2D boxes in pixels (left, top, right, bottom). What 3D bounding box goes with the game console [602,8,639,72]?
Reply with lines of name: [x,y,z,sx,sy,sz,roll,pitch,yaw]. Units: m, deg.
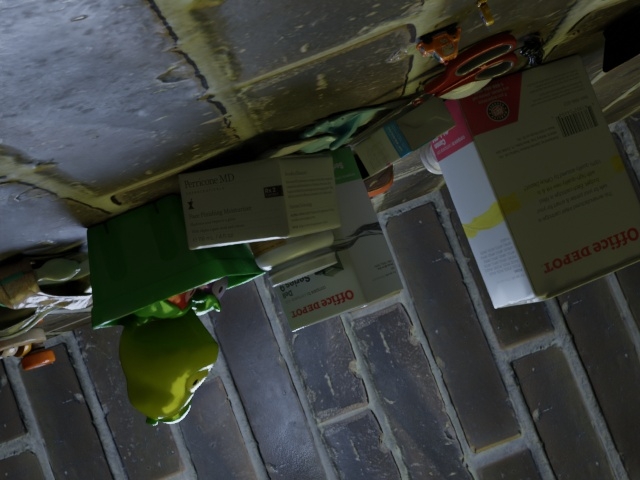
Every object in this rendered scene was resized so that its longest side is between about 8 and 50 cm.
game console: [0.519,-0.333,1.598,0.107,0.071,0.122,-19,176,-27]

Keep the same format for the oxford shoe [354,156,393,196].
oxford shoe: [0.019,-0.115,2.004,0.271,0.097,0.098,-25,157,-9]

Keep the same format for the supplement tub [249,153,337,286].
supplement tub: [-0.062,-0.034,1.704,0.144,0.200,0.144,-20,176,-1]

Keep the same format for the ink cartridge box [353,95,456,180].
ink cartridge box: [0.128,-0.166,1.631,0.104,0.062,0.181,-32,-178,-28]

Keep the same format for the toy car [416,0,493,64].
toy car: [0.159,-0.241,1.175,0.060,0.041,0.122,-20,176,-17]

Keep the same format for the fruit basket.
fruit basket: [-0.248,0.127,1.761,0.283,0.392,0.392,-21,176,9]

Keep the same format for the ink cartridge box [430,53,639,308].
ink cartridge box: [0.389,-0.102,1.783,0.279,0.385,0.160,-19,176,-23]

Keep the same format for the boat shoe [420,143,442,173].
boat shoe: [0.323,-0.222,1.977,0.277,0.098,0.096,-29,179,-20]

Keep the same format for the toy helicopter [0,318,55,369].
toy helicopter: [-0.862,0.290,2.483,0.355,0.140,0.235,-19,175,9]

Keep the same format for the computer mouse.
computer mouse: [0.250,-0.252,1.498,0.193,0.042,0.106,-22,177,9]

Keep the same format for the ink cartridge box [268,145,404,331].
ink cartridge box: [0.000,0.000,1.839,0.211,0.289,0.121,-25,175,41]

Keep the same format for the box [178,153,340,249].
box: [-0.090,-0.061,1.517,0.181,0.119,0.182,-7,-178,27]

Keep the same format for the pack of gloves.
pack of gloves: [0.032,-0.161,1.594,0.232,0.046,0.195,-17,174,-41]

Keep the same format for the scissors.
scissors: [0.151,-0.217,1.436,0.297,0.021,0.109,-23,164,19]

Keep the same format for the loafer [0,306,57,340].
loafer: [-0.572,0.108,1.950,0.251,0.094,0.087,-30,153,-7]

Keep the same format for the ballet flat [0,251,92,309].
ballet flat: [-0.458,0.068,1.776,0.106,0.108,0.316,-30,175,17]
